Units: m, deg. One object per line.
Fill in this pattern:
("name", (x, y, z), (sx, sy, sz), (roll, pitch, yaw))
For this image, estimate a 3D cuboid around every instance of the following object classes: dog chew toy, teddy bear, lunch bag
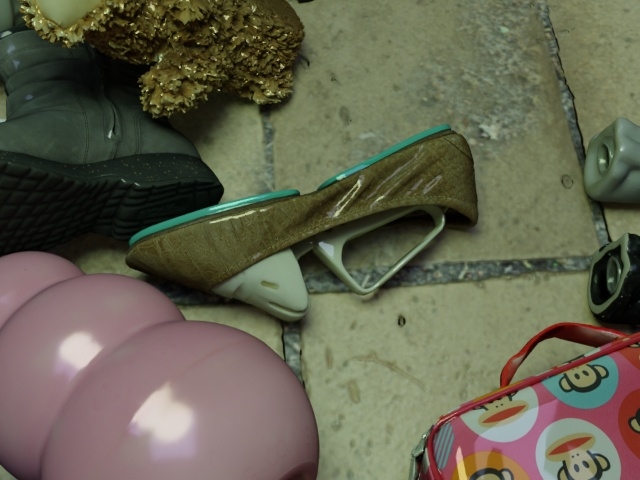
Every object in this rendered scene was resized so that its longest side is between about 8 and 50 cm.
("dog chew toy", (-0.164, 0.122, 0.675), (0.332, 0.206, 0.206), (31, 64, 25))
("teddy bear", (-0.160, -0.222, 0.834), (0.245, 0.113, 0.338), (54, 29, 8))
("lunch bag", (0.226, 0.187, 0.681), (0.293, 0.120, 0.258), (-17, 62, -10))

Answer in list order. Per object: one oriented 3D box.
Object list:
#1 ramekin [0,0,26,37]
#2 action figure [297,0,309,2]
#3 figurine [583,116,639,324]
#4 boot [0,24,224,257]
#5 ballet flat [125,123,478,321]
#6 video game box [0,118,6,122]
("ramekin", (-0.350, -0.319, 0.884), (0.127, 0.273, 0.273), (-32, 65, -30))
("action figure", (-0.025, -0.423, 1.041), (0.185, 0.099, 0.285), (-17, 58, -2))
("figurine", (0.365, -0.011, 0.825), (0.209, 0.092, 0.215), (10, 60, -4))
("boot", (-0.265, -0.103, 0.783), (0.338, 0.118, 0.223), (1, 50, -50))
("ballet flat", (0.000, 0.000, 0.804), (0.342, 0.116, 0.124), (-20, 82, -16))
("video game box", (-0.360, -0.030, 0.836), (0.187, 0.048, 0.205), (5, 60, 4))
